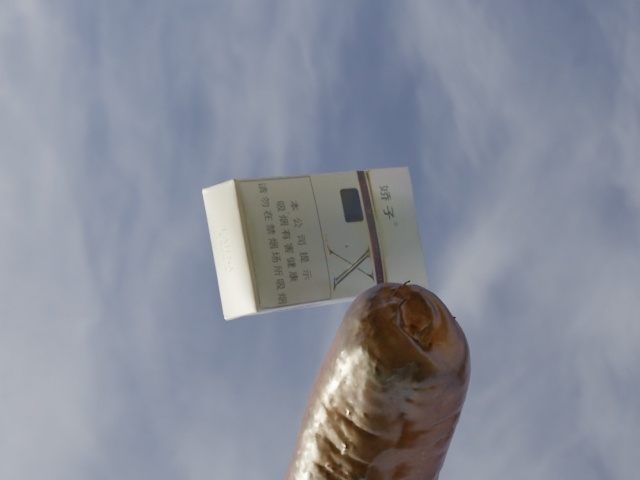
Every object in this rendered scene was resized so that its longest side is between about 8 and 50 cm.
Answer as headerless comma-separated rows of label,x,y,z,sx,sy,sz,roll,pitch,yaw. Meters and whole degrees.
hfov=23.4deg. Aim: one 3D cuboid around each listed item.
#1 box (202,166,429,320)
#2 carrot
box,0.000,0.000,0.987,0.040,0.154,0.084,-18,-98,47
carrot,0.011,0.093,0.543,0.060,0.060,0.186,23,-54,19
